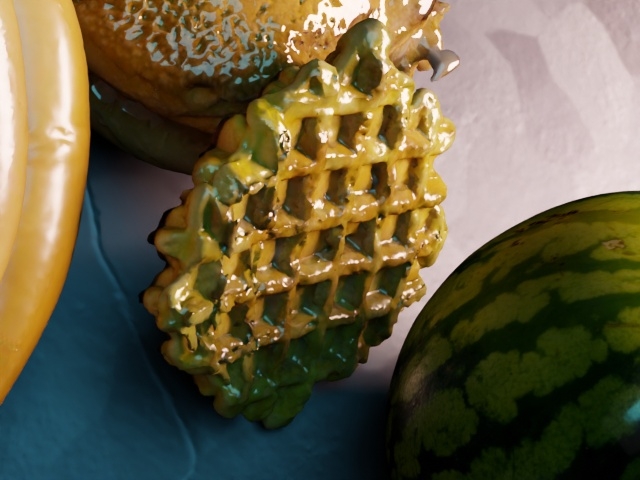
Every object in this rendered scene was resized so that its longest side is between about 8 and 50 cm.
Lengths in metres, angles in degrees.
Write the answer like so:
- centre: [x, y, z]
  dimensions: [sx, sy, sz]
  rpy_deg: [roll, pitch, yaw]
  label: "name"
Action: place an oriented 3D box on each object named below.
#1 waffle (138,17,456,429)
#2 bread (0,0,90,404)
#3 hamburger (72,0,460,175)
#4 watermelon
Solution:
- centre: [0.000, 0.000, 1.081]
  dimensions: [0.059, 0.238, 0.243]
  rpy_deg: [28, 69, 36]
  label: "waffle"
- centre: [-0.309, -0.023, 0.938]
  dimensions: [0.329, 0.245, 0.424]
  rpy_deg: [28, 83, 13]
  label: "bread"
- centre: [-0.063, -0.190, 1.140]
  dimensions: [0.290, 0.170, 0.314]
  rpy_deg: [-39, 89, -23]
  label: "hamburger"
- centre: [0.181, 0.111, 1.063]
  dimensions: [0.285, 0.285, 0.285]
  rpy_deg: [6, 70, -18]
  label: "watermelon"
